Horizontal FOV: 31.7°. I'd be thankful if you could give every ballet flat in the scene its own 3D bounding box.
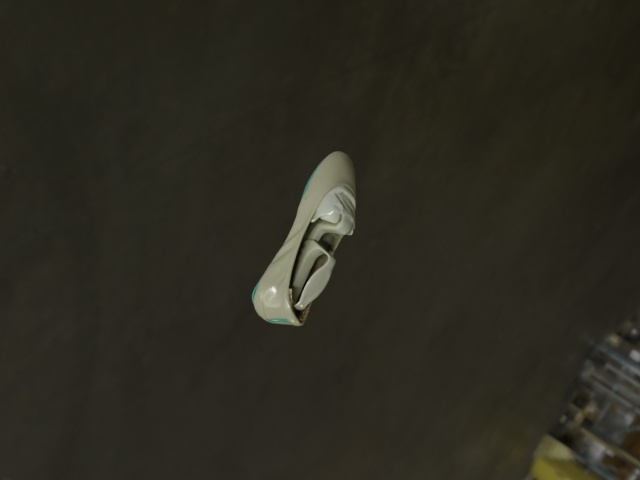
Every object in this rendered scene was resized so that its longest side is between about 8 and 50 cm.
[{"bbox_3d":[0.000,0.000,1.463,0.248,0.086,0.086,-64,158,-10],"label":"ballet flat"}]
